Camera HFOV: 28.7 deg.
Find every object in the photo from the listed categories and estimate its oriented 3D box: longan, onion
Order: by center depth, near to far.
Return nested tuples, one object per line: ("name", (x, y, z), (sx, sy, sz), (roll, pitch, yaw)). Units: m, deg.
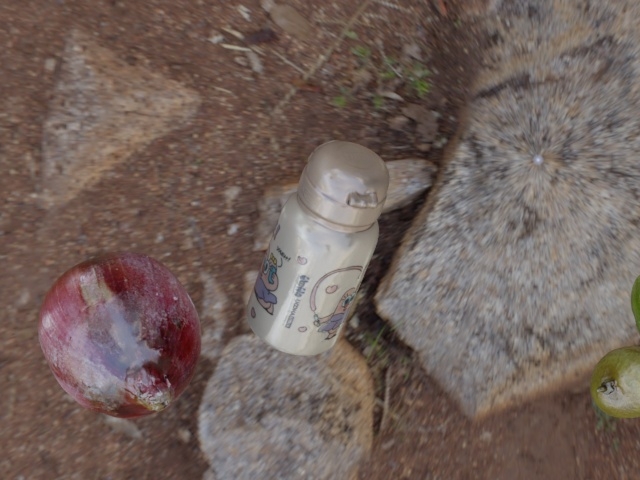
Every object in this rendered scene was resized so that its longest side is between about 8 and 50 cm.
("onion", (-0.182, 0.103, 1.183), (0.159, 0.195, 0.159), (-13, 127, -18))
("longan", (0.291, 0.136, 1.196), (0.075, 0.083, 0.075), (4, 96, 45))

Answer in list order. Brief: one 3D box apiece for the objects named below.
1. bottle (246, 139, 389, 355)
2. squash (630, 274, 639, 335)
("bottle", (0.000, 0.000, 1.195), (0.097, 0.110, 0.209), (3, 126, -26))
("squash", (0.301, 0.119, 0.954), (0.066, 0.066, 0.229), (-26, 69, 10))
